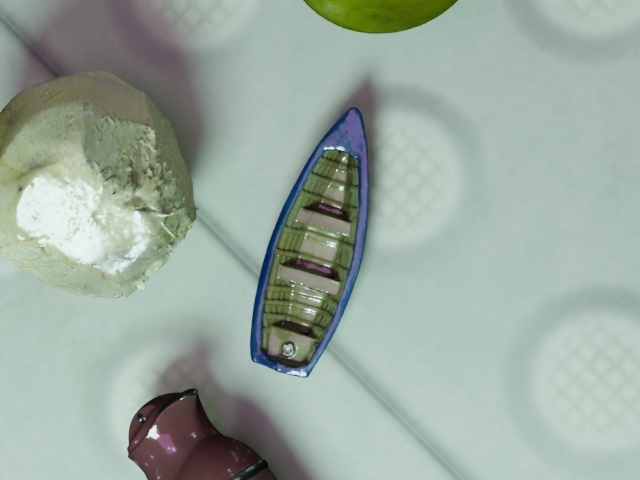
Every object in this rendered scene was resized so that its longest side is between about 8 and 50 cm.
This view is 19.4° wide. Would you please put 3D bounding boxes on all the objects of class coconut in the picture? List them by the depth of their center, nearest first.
[{"bbox_3d":[-0.196,-0.049,1.542,0.194,0.194,0.194,0,91,12],"label":"coconut"}]

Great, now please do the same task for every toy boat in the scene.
[{"bbox_3d":[0.000,0.000,1.563,0.080,0.046,0.229,16,94,12],"label":"toy boat"}]

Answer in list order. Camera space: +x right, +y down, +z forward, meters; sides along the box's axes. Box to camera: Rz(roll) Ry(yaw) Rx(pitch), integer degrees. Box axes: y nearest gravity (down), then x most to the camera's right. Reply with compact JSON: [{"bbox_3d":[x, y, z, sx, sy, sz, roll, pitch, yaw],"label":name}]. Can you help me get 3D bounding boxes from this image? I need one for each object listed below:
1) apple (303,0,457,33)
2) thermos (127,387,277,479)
[{"bbox_3d":[0.052,-0.260,1.476,0.157,0.196,0.196,5,93,-18],"label":"apple"},{"bbox_3d":[-0.053,0.273,1.560,0.109,0.136,0.330,-33,84,-17],"label":"thermos"}]
